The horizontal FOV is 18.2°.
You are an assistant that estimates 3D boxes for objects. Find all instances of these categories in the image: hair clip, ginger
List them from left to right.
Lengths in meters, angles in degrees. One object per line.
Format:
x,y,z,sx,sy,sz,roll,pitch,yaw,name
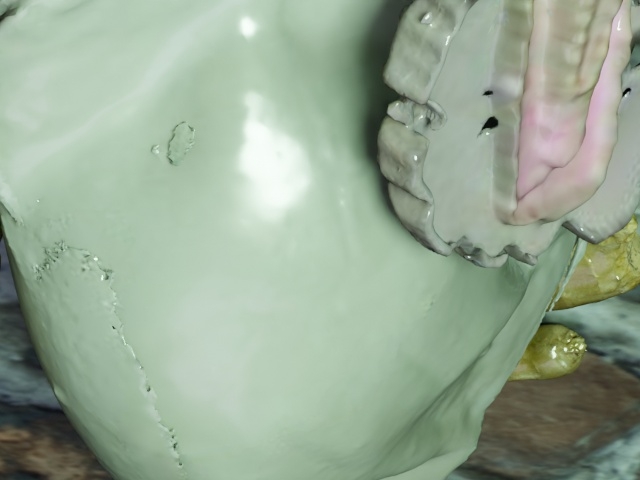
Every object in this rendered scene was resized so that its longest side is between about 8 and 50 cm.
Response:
0.089,0.033,1.014,0.176,0.052,0.193,-16,146,16,ginger
0.104,-0.115,0.713,0.173,0.069,0.300,-20,144,-31,hair clip

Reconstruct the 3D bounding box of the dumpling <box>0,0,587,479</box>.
0.001,0.003,0.852,0.260,0.181,0.341,-23,110,-3,dumpling

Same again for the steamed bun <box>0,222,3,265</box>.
-0.327,0.055,0.919,0.189,0.247,0.428,10,136,-40,steamed bun
